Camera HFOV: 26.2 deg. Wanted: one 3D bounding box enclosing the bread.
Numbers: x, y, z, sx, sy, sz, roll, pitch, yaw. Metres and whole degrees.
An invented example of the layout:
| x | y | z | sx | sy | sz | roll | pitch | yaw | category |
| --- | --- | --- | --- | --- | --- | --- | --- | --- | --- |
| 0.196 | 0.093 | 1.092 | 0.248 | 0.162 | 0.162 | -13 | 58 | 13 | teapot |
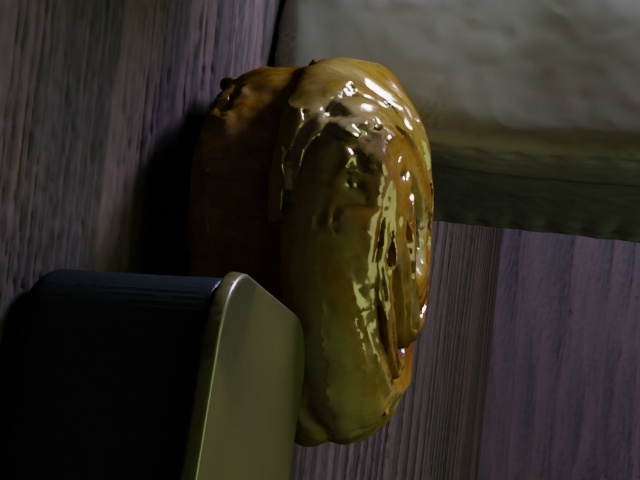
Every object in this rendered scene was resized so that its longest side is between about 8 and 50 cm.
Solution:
| x | y | z | sx | sy | sz | roll | pitch | yaw | category |
| --- | --- | --- | --- | --- | --- | --- | --- | --- | --- |
| 0.000 | 0.003 | 0.739 | 0.236 | 0.120 | 0.198 | -64 | 154 | -75 | bread |

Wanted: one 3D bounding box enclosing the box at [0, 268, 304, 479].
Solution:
| x | y | z | sx | sy | sz | roll | pitch | yaw | category |
| --- | --- | --- | --- | --- | --- | --- | --- | --- | --- |
| -0.074 | 0.115 | 0.562 | 0.144 | 0.090 | 0.201 | 48 | 49 | -73 | box |

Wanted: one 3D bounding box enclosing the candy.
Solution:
| x | y | z | sx | sy | sz | roll | pitch | yaw | category |
| --- | --- | --- | --- | --- | --- | --- | --- | --- | --- |
| 0.162 | -0.097 | 0.932 | 0.208 | 0.359 | 0.145 | 65 | 32 | -73 | candy |
